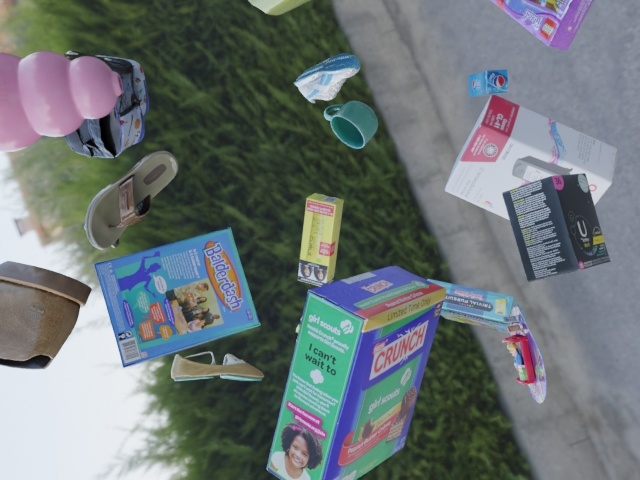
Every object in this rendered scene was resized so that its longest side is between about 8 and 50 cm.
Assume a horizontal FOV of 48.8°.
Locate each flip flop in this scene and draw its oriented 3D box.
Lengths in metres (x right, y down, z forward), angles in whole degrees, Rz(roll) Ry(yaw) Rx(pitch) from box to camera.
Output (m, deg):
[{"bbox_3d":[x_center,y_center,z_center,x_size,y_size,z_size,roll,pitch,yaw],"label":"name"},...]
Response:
[{"bbox_3d":[-0.425,-0.094,1.618,0.080,0.277,0.112,29,159,41],"label":"flip flop"}]

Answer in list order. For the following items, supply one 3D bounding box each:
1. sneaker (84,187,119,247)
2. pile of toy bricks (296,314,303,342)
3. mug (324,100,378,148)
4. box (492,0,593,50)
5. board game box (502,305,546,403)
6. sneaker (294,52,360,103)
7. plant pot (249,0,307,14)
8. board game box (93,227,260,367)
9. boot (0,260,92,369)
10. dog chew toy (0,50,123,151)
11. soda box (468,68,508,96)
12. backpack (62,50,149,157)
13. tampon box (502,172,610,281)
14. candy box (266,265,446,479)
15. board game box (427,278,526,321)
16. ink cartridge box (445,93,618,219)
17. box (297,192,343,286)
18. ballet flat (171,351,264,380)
[{"bbox_3d":[-0.533,-0.057,1.794,0.087,0.130,0.227,28,165,-4],"label":"sneaker"},{"bbox_3d":[0.008,0.209,1.412,0.212,0.118,0.105,115,163,-62],"label":"pile of toy bricks"},{"bbox_3d":[0.101,-0.370,2.149,0.158,0.097,0.129,46,159,-11],"label":"mug"},{"bbox_3d":[0.498,-0.575,1.558,0.293,0.057,0.201,-113,37,-48],"label":"box"},{"bbox_3d":[0.341,0.200,1.214,0.168,0.033,0.133,-102,1,-47],"label":"board game box"},{"bbox_3d":[0.033,-0.455,1.985,0.229,0.087,0.092,-8,130,47],"label":"sneaker"},{"bbox_3d":[-0.083,-0.740,1.898,0.254,0.276,0.276,-12,97,58],"label":"plant pot"},{"bbox_3d":[-0.215,0.085,1.065,0.047,0.210,0.160,140,114,-72],"label":"board game box"},{"bbox_3d":[-0.433,0.080,0.866,0.112,0.305,0.115,48,-126,-60],"label":"boot"},{"bbox_3d":[-0.585,-0.303,1.479,0.206,0.332,0.206,170,90,-87],"label":"dog chew toy"},{"bbox_3d":[0.524,-0.492,2.211,0.210,0.067,0.071,-113,18,-80],"label":"soda box"},{"bbox_3d":[-0.585,-0.358,1.865,0.276,0.213,0.263,16,121,27],"label":"backpack"},{"bbox_3d":[0.401,-0.023,1.199,0.101,0.120,0.161,-20,82,46],"label":"tampon box"},{"bbox_3d":[0.065,0.220,1.142,0.122,0.268,0.317,22,108,32],"label":"candy box"},{"bbox_3d":[0.479,0.210,2.167,0.336,0.254,0.079,32,-109,-64],"label":"board game box"},{"bbox_3d":[0.467,-0.157,1.585,0.131,0.306,0.226,-60,-7,-40],"label":"ink cartridge box"},{"bbox_3d":[0.000,0.000,1.829,0.058,0.087,0.232,-37,-41,-61],"label":"box"},{"bbox_3d":[-0.256,0.316,1.772,0.080,0.232,0.073,132,139,-72],"label":"ballet flat"}]
